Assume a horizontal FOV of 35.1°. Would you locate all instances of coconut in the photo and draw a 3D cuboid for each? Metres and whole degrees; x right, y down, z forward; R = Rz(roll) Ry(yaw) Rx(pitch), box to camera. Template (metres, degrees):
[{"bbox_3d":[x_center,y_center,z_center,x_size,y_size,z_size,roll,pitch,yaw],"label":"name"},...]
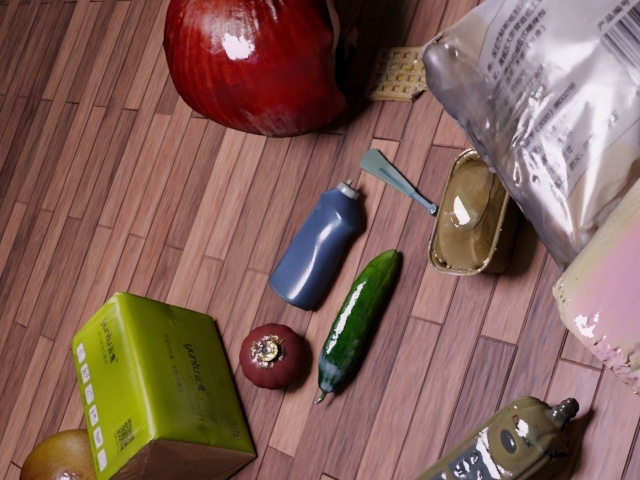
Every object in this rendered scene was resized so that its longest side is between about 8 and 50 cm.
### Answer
[{"bbox_3d":[0.385,0.043,1.021,0.245,0.233,0.233,-49,45,10],"label":"coconut"}]

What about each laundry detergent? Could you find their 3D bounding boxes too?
[{"bbox_3d":[0.001,0.000,1.539,0.206,0.061,0.096,-60,35,6],"label":"laundry detergent"}]

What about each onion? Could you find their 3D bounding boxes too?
[{"bbox_3d":[-0.093,-0.320,1.592,0.341,0.341,0.341,-20,59,38],"label":"onion"}]

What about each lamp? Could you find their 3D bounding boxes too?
[{"bbox_3d":[-0.072,0.173,1.514,0.101,0.090,0.101,-2,71,6],"label":"lamp"}]

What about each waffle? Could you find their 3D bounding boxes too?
[{"bbox_3d":[0.129,-0.255,1.550,0.135,0.021,0.092,12,80,48],"label":"waffle"}]

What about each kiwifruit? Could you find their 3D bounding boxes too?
[{"bbox_3d":[-0.390,0.429,1.651,0.196,0.196,0.234,-47,46,20],"label":"kiwifruit"}]

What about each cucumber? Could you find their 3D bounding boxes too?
[{"bbox_3d":[0.045,0.122,1.445,0.056,0.056,0.250,24,90,48],"label":"cucumber"}]

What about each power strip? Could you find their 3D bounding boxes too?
[{"bbox_3d":[0.165,0.311,1.234,0.387,0.066,0.092,-44,49,22],"label":"power strip"}]

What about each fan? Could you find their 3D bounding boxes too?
[{"bbox_3d":[0.117,-0.085,1.491,0.038,0.016,0.193,-56,43,8],"label":"fan"}]

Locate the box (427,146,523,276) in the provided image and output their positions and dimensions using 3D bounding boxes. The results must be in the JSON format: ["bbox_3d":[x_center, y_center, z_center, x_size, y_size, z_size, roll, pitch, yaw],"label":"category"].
[{"bbox_3d":[0.204,-0.034,1.316,0.111,0.111,0.177,5,73,46],"label":"box"}]

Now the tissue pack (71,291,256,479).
[{"bbox_3d":[-0.251,0.245,1.580,0.167,0.200,0.275,-43,48,26],"label":"tissue pack"}]

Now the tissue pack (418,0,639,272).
[{"bbox_3d":[0.326,-0.203,1.173,0.375,0.195,0.390,-41,56,20],"label":"tissue pack"}]
